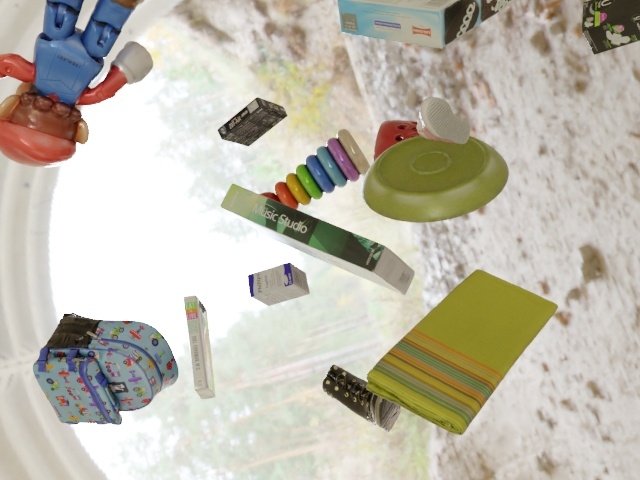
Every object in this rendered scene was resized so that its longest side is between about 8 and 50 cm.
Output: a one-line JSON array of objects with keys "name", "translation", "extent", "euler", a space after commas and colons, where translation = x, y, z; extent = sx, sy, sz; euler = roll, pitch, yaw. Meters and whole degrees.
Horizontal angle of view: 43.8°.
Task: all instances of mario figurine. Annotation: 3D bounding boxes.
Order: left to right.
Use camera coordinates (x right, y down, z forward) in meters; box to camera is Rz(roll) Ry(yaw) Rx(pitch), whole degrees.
[{"name": "mario figurine", "translation": [-0.369, -0.249, 1.121], "extent": [0.198, 0.320, 0.170], "euler": [37, -155, 8]}]

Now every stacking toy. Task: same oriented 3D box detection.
[{"name": "stacking toy", "translation": [-0.038, -0.151, 2.075], "extent": [0.141, 0.330, 0.141], "euler": [58, -176, -6]}]

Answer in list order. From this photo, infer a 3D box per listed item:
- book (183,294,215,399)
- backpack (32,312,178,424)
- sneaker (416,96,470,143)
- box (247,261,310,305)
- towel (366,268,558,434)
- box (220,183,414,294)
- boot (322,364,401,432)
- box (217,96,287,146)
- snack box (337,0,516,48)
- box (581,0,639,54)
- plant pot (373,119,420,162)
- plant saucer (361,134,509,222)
[{"name": "book", "translation": [-0.189, 0.166, 1.227], "extent": [0.096, 0.035, 0.144], "euler": [93, 167, -70]}, {"name": "backpack", "translation": [-0.304, 0.191, 1.165], "extent": [0.116, 0.174, 0.158], "euler": [-70, -25, -53]}, {"name": "sneaker", "translation": [0.160, -0.174, 1.153], "extent": [0.134, 0.070, 0.050], "euler": [17, -90, -55]}, {"name": "box", "translation": [-0.119, 0.126, 2.272], "extent": [0.126, 0.137, 0.072], "euler": [39, -144, -63]}, {"name": "towel", "translation": [0.148, 0.103, 0.795], "extent": [0.237, 0.102, 0.021], "euler": [-35, -37, -46]}, {"name": "box", "translation": [0.000, 0.000, 1.479], "extent": [0.058, 0.322, 0.232], "euler": [-66, -23, -5]}, {"name": "boot", "translation": [0.082, 0.330, 1.723], "extent": [0.179, 0.085, 0.236], "euler": [28, 162, 20]}, {"name": "box", "translation": [-0.099, -0.172, 1.164], "extent": [0.067, 0.083, 0.018], "euler": [6, -126, -57]}, {"name": "snack box", "translation": [0.199, -0.388, 1.221], "extent": [0.187, 0.322, 0.060], "euler": [21, 135, 38]}, {"name": "box", "translation": [0.416, -0.310, 1.114], "extent": [0.052, 0.083, 0.062], "euler": [45, -133, -39]}, {"name": "plant pot", "translation": [0.205, -0.139, 1.570], "extent": [0.191, 0.174, 0.191], "euler": [5, -90, -73]}, {"name": "plant saucer", "translation": [0.181, -0.114, 1.292], "extent": [0.241, 0.241, 0.037], "euler": [-105, -1, -54]}]
